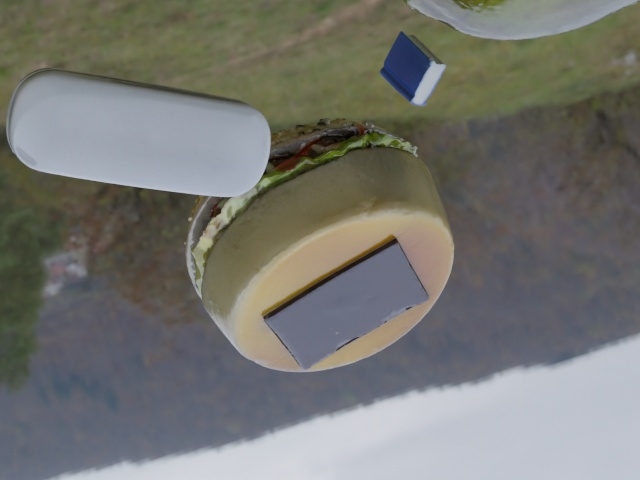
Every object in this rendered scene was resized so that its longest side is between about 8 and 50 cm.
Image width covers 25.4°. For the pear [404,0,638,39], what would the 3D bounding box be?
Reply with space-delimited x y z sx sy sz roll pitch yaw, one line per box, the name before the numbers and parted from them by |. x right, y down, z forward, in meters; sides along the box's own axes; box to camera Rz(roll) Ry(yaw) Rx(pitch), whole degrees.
pear | 0.249 -0.387 1.479 0.352 0.352 0.413 -19 157 -53

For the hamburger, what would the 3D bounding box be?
hamburger | 0.000 0.000 1.510 0.300 0.176 0.300 -18 140 -16

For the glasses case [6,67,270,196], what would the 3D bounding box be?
glasses case | -0.132 -0.078 1.047 0.197 0.076 0.049 7 -166 -22

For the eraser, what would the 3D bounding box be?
eraser | 0.114 -0.214 1.773 0.027 0.085 0.063 12 117 -37
